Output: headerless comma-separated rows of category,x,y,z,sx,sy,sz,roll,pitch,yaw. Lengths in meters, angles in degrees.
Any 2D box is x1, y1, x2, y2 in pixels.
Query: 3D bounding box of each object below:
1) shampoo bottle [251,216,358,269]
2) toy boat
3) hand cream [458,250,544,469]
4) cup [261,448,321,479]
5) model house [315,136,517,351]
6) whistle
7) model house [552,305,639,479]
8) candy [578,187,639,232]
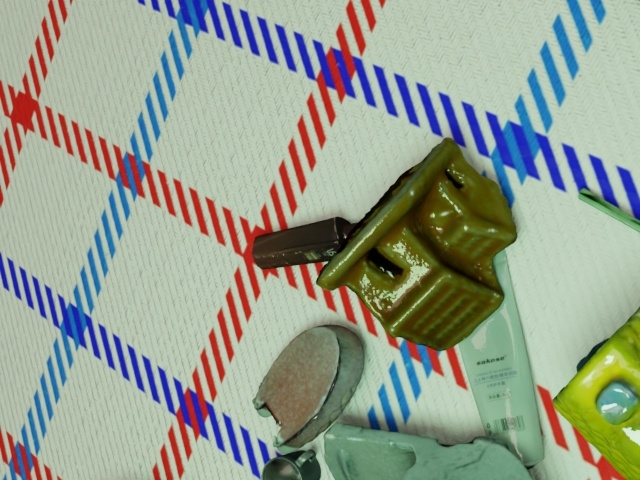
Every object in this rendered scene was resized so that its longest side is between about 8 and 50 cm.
shampoo bottle,0.001,0.002,1.260,0.236,0.068,0.067,-12,75,28
toy boat,-0.009,0.237,1.251,0.227,0.085,0.155,-53,42,16
hand cream,0.258,0.178,1.132,0.109,0.067,0.320,-19,76,27
cup,-0.039,0.381,1.266,0.078,0.077,0.100,46,110,20
model house,0.169,0.024,1.105,0.239,0.173,0.268,44,102,-3
whistle,0.173,0.371,1.097,0.405,0.188,0.168,35,147,54
model house,0.421,0.206,0.915,0.237,0.303,0.215,44,115,20
candy,0.450,-0.001,1.015,0.262,0.077,0.073,40,137,38
